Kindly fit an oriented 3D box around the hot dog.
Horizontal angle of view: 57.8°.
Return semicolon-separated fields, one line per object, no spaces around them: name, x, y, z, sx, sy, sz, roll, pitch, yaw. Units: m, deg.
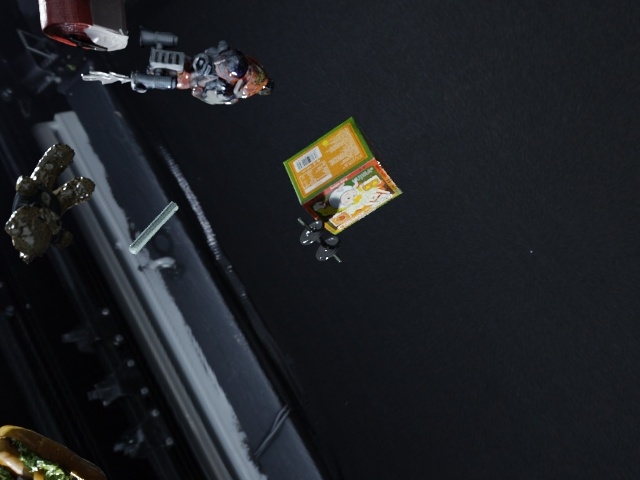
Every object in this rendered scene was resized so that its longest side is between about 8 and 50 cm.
hot dog;-0.552;0.474;1.152;0.135;0.337;0.100;-44;-132;-18

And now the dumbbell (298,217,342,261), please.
dumbbell;0.000;0.000;1.288;0.069;0.069;0.147;-37;-64;16

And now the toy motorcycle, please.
toy motorcycle;-0.283;-0.362;1.224;0.400;0.207;0.134;5;-87;-15

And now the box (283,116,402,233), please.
box;0.054;-0.142;1.344;0.194;0.177;0.148;-32;-124;12

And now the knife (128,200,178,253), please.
knife;-0.413;-0.031;1.439;0.023;0.044;0.162;40;-102;3

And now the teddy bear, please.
teddy bear;-0.562;-0.066;1.177;0.129;0.182;0.251;-13;-139;19

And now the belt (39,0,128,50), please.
belt;-0.508;-0.477;1.256;0.127;0.200;0.124;-4;-88;29
